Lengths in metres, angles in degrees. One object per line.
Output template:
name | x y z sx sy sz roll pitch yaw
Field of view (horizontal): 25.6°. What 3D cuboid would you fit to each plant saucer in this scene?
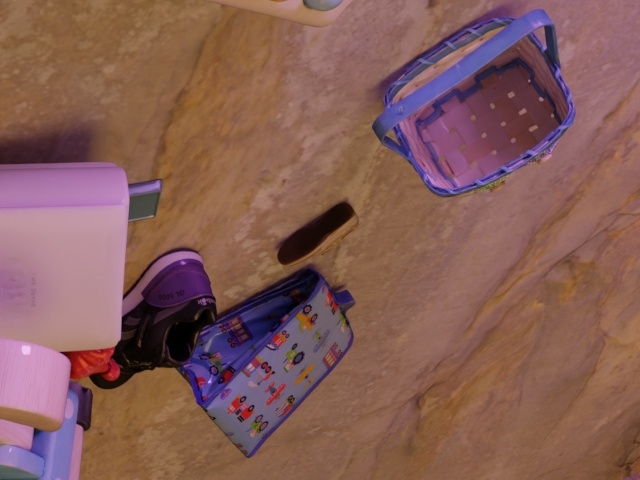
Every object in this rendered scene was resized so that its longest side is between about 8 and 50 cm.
plant saucer | -0.296 -0.037 1.829 0.192 0.018 0.067 -11 145 -25

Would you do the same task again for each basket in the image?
basket | 0.209 -0.180 1.833 0.255 0.201 0.289 -33 158 10

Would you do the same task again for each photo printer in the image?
photo printer | -0.391 0.025 1.693 0.308 0.107 0.256 -1 130 -15

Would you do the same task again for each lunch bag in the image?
lunch bag | -0.066 0.176 2.233 0.293 0.138 0.221 -36 146 -4

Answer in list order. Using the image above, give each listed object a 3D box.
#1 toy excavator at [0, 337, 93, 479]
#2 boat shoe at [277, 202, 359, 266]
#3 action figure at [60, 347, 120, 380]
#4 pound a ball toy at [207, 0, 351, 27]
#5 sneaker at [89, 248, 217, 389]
toy excavator | -0.433 0.245 1.772 0.433 0.222 0.445 -5 157 22
boat shoe | 0.000 0.000 2.080 0.135 0.050 0.045 -33 143 8
action figure | -0.367 0.087 1.904 0.091 0.139 0.280 -33 126 12
pound a ball toy | -0.054 -0.331 1.431 0.208 0.135 0.319 -47 154 25
sneaker | -0.249 0.148 2.032 0.107 0.124 0.283 5 136 -41
